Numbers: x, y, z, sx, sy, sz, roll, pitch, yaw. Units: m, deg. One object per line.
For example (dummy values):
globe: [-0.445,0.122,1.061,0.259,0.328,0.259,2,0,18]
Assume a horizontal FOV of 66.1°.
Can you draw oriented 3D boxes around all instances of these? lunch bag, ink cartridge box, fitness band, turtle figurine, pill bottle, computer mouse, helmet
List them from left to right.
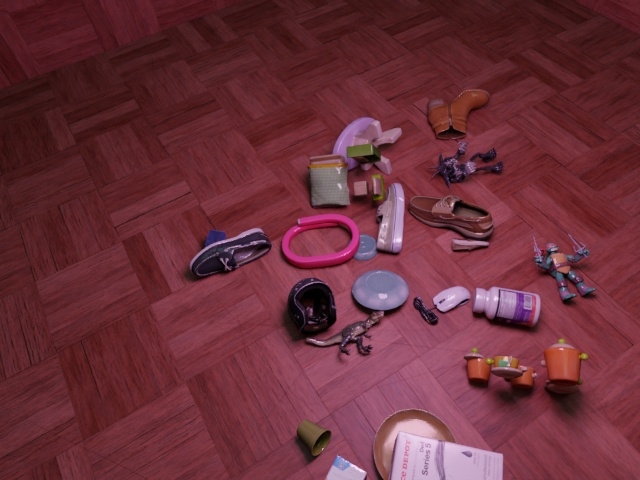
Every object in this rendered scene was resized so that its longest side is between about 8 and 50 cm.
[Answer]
lunch bag: [-0.393,0.019,1.836,0.067,0.065,0.098,13,53,-5]
helmet: [-0.031,0.207,1.603,0.169,0.169,0.161,-16,63,-7]
fitness band: [0.000,0.000,1.813,0.290,0.054,0.209,-8,52,5]
ink cartridge box: [0.052,0.669,1.309,0.092,0.090,0.143,24,60,20]
ink cartridge box: [0.314,0.629,1.263,0.272,0.115,0.198,9,55,11]
computer mouse: [0.418,0.200,1.653,0.193,0.042,0.106,-24,55,-13]
pill bottle: [0.597,0.209,1.592,0.193,0.108,0.108,10,55,12]
turtle figurine: [0.819,0.081,1.665,0.175,0.118,0.234,-21,69,7]

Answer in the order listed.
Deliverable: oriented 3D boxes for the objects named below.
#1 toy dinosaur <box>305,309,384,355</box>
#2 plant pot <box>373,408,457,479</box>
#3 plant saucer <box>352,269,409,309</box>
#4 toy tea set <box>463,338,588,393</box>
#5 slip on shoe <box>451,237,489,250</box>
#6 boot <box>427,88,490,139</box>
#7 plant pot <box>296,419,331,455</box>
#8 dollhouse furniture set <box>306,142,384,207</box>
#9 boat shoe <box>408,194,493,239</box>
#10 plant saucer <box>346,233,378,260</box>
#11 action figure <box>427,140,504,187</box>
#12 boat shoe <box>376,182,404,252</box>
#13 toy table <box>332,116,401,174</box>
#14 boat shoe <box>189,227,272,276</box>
toy dinosaur: [0.097,0.314,1.585,0.268,0.064,0.118,-19,40,-9]
plant pot: [0.267,0.596,1.382,0.236,0.032,0.236,-2,54,3]
plant saucer: [0.205,0.154,1.677,0.195,0.037,0.195,-2,40,2]
toy tea set: [0.594,0.352,1.436,0.336,0.200,0.124,4,63,14]
slip on shoe: [0.541,0.017,1.781,0.135,0.041,0.051,2,11,-10]
boot: [0.613,-0.547,2.141,0.283,0.109,0.220,-5,52,3]
plant pot: [-0.024,0.557,1.412,0.079,0.083,0.083,26,59,36]
dollhouse furniture set: [0.073,-0.234,1.839,0.301,0.151,0.198,-4,90,21]
boat shoe: [0.484,-0.114,1.819,0.324,0.120,0.122,20,56,27]
plant saucer: [0.157,0.020,1.818,0.119,0.021,0.119,-2,53,3]
action figure: [0.574,-0.310,1.957,0.275,0.141,0.164,-10,65,-4]
boat shoe: [0.258,-0.094,1.837,0.094,0.109,0.302,7,57,-1]
toy table: [0.194,-0.380,1.993,0.161,0.252,0.274,22,70,38]
boat shoe: [-0.320,0.054,1.774,0.302,0.114,0.091,-30,52,-16]
